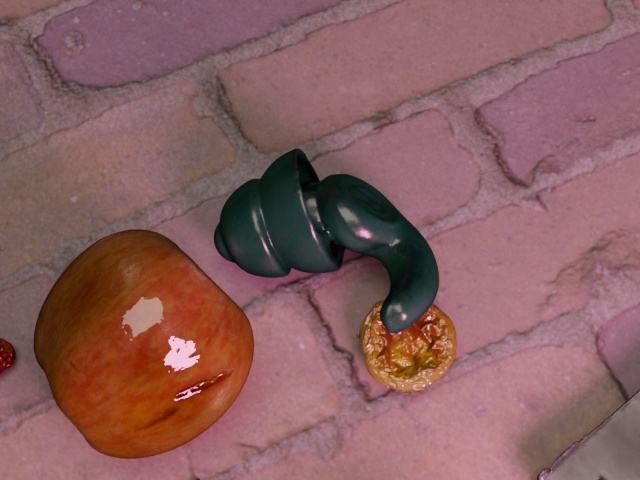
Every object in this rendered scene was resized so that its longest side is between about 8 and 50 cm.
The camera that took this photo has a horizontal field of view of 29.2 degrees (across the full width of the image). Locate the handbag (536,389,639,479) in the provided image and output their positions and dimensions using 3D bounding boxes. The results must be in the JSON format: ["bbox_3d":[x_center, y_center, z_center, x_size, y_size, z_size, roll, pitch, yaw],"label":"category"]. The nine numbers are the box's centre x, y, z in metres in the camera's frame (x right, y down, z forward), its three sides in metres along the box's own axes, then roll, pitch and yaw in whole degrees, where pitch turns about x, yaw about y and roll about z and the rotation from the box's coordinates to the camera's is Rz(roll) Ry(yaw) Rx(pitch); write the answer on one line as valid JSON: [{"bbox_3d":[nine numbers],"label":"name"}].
[{"bbox_3d":[0.420,0.309,1.453,0.260,0.079,0.247,-36,70,-10],"label":"handbag"}]

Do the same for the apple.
[{"bbox_3d":[-0.219,0.129,1.471,0.264,0.264,0.264,-1,68,3],"label":"apple"}]

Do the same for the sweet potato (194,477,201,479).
[{"bbox_3d":[-0.104,0.344,1.491,0.153,0.038,0.041,29,50,22],"label":"sweet potato"}]

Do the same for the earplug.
[{"bbox_3d":[0.002,0.006,1.567,0.280,0.164,0.258,-11,83,14],"label":"earplug"}]

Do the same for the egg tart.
[{"bbox_3d":[0.108,0.131,1.557,0.130,0.052,0.130,-1,69,2],"label":"egg tart"}]

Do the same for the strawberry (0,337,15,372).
[{"bbox_3d":[-0.434,0.149,1.574,0.083,0.073,0.073,-5,67,-16],"label":"strawberry"}]
